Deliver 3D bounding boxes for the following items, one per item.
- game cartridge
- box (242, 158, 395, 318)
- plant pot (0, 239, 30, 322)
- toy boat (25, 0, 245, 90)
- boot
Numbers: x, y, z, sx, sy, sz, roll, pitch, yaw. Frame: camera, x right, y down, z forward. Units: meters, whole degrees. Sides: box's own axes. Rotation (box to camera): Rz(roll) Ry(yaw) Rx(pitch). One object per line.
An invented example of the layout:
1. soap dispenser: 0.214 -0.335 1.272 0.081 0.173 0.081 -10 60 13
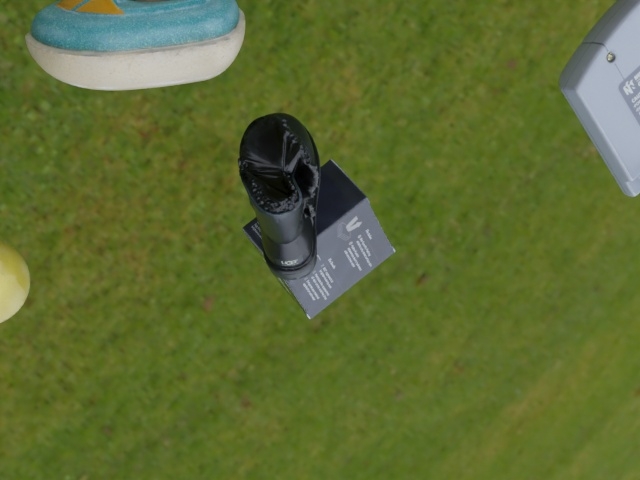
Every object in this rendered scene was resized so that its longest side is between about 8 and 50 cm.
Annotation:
1. game cartridge: 0.424 -0.220 1.576 0.297 0.062 0.198 -41 110 -12
2. box: 0.000 0.000 1.815 0.158 0.093 0.156 -38 146 -5
3. plant pot: -0.488 0.047 1.884 0.134 0.134 0.095 -46 170 -17
4. toy boat: -0.232 -0.298 1.652 0.268 0.318 0.148 -6 118 -3
5. boot: -0.048 -0.098 1.619 0.094 0.246 0.207 -5 151 0
